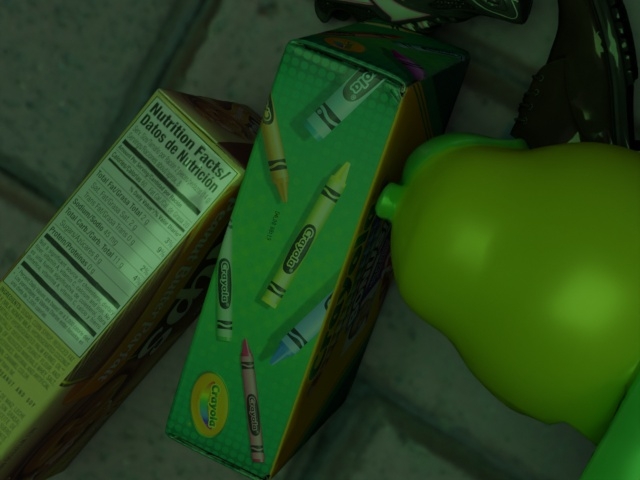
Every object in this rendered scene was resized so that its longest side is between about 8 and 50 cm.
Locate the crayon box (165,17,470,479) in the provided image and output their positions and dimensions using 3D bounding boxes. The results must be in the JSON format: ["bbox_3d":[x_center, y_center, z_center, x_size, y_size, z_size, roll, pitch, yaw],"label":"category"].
[{"bbox_3d":[0.000,0.000,0.926,0.081,0.165,0.278,24,110,13],"label":"crayon box"}]

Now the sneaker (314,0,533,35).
[{"bbox_3d":[0.069,-0.169,0.978,0.178,0.072,0.077,22,113,36],"label":"sneaker"}]

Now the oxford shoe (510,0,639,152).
[{"bbox_3d":[0.170,-0.103,0.949,0.096,0.083,0.227,-8,89,18],"label":"oxford shoe"}]

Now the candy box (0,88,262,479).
[{"bbox_3d":[-0.151,0.043,0.985,0.087,0.183,0.316,43,101,9],"label":"candy box"}]

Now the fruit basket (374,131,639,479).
[{"bbox_3d":[0.219,0.067,0.838,0.392,0.283,0.392,-9,72,28],"label":"fruit basket"}]
